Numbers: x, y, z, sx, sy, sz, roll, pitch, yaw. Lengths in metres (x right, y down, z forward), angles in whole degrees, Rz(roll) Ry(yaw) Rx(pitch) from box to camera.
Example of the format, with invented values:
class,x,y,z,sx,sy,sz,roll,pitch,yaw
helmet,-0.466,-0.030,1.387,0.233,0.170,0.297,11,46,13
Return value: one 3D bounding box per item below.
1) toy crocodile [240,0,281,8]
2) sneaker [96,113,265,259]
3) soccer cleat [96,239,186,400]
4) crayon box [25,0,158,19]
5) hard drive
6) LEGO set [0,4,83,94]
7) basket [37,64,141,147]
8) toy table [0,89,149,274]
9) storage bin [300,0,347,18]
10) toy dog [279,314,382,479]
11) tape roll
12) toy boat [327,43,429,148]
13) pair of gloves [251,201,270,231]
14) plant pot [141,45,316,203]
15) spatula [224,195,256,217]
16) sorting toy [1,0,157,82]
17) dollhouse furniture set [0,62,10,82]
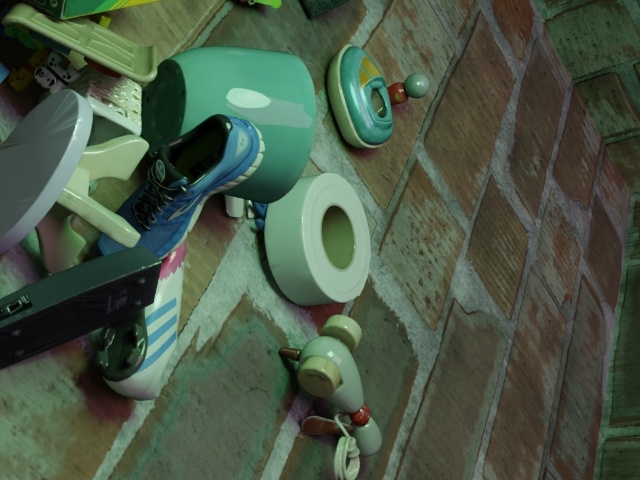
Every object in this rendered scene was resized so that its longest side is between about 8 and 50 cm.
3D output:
class,x,y,z,sx,sy,sz,roll,pitch,yaw
toy crocodile,-0.208,-0.580,1.784,0.341,0.105,0.115,18,29,-54
sneaker,-0.246,-0.089,1.348,0.130,0.330,0.147,47,5,20
soccer cleat,-0.294,0.117,1.437,0.143,0.116,0.331,64,29,-51
crayon box,-0.393,-0.461,1.393,0.323,0.203,0.083,-39,153,-58
hard drive,-0.363,0.095,1.235,0.255,0.172,0.054,-24,71,-25
LEGO set,-0.482,-0.296,1.333,0.227,0.093,0.087,42,2,3
basket,-0.383,-0.205,1.372,0.113,0.167,0.103,29,49,-44
toy table,-0.392,-0.075,1.270,0.161,0.274,0.252,33,14,-47
storage bin,0.042,-0.626,2.054,0.084,0.180,0.122,62,39,-18
toy dog,0.014,0.317,1.747,0.220,0.161,0.333,-28,115,-56
tape roll,0.000,0.000,1.816,0.286,0.100,0.286,21,65,-55
toy boat,0.149,-0.375,2.130,0.318,0.148,0.267,-20,93,-53
pair of gloves,-0.090,-0.082,1.806,0.159,0.023,0.198,59,39,-32
plant pot,-0.186,-0.223,1.545,0.235,0.293,0.292,4,74,-37
spatula,-0.157,-0.160,1.767,0.168,0.019,0.242,6,73,-51
sorting toy,-0.379,-0.333,1.357,0.229,0.041,0.307,21,19,-19
dollhouse furniture set,-0.538,-0.250,1.212,0.129,0.129,0.183,51,44,-28
